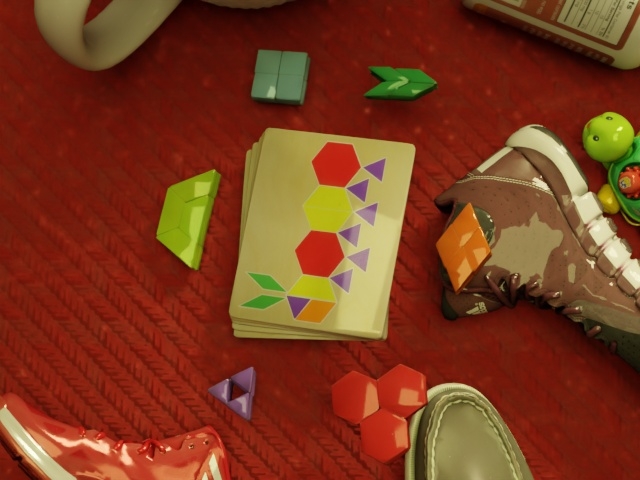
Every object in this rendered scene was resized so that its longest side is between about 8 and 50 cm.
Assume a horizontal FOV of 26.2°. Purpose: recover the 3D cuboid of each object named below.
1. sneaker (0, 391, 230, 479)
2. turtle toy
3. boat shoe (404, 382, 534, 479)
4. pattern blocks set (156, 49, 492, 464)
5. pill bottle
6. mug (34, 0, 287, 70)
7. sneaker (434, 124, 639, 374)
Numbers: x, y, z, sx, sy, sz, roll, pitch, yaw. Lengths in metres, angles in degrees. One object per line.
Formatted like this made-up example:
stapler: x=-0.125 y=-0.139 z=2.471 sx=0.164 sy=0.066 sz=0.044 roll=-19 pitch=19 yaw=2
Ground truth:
sneaker: x=-0.162 y=0.178 z=1.138 sx=0.221 sy=0.087 sz=0.128 roll=46 pitch=72 yaw=-7
turtle toy: x=0.284 y=-0.062 z=1.199 sx=0.130 sy=0.066 sz=0.095 roll=34 pitch=80 yaw=3
boat shoe: x=0.139 y=0.262 z=1.099 sx=0.109 sy=0.091 sz=0.305 roll=-10 pitch=82 yaw=-5
pattern blocks set: x=0.000 y=0.000 z=1.162 sx=0.285 sy=0.026 sz=0.325 roll=16 pitch=81 yaw=17
pill bottle: x=0.241 y=-0.222 z=1.199 sx=0.216 sy=0.121 sz=0.121 roll=22 pitch=80 yaw=1
mug: x=-0.090 y=-0.292 z=1.090 sx=0.276 sy=0.328 sz=0.374 roll=38 pitch=81 yaw=4
sneaker: x=0.193 y=0.054 z=1.168 sx=0.162 sy=0.106 sz=0.281 roll=-31 pitch=74 yaw=-1
